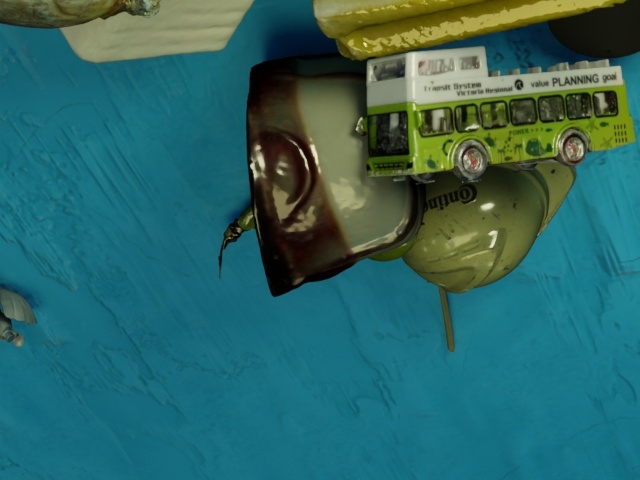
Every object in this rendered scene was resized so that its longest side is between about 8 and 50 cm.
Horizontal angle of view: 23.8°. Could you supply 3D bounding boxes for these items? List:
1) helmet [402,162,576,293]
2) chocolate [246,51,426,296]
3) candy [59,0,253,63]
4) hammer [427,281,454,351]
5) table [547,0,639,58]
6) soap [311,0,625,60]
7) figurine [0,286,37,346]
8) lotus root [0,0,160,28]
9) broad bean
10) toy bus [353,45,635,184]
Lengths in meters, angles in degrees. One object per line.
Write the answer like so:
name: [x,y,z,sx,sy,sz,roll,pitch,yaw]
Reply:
helmet: [0.188,-0.015,1.868,0.204,0.137,0.257,29,135,-22]
chocolate: [0.024,-0.081,1.734,0.186,0.283,0.283,-3,138,6]
candy: [-0.129,-0.336,1.496,0.208,0.145,0.358,-8,152,-38]
hammer: [0.182,0.091,2.083,0.060,0.028,0.195,-6,140,7]
table: [0.310,-0.259,1.639,0.134,0.043,0.133,5,139,4]
soap: [0.146,-0.304,1.494,0.315,0.199,0.091,-8,157,20]
figurine: [-0.456,0.111,2.173,0.086,0.094,0.082,41,96,6]
lotus root: [-0.310,-0.282,1.356,0.350,0.175,0.175,7,139,-3]
broad bean: [-0.001,-0.011,1.912,0.318,0.098,0.056,-7,175,39]
toy bus: [0.191,-0.138,1.633,0.302,0.139,0.113,-8,-175,-31]
